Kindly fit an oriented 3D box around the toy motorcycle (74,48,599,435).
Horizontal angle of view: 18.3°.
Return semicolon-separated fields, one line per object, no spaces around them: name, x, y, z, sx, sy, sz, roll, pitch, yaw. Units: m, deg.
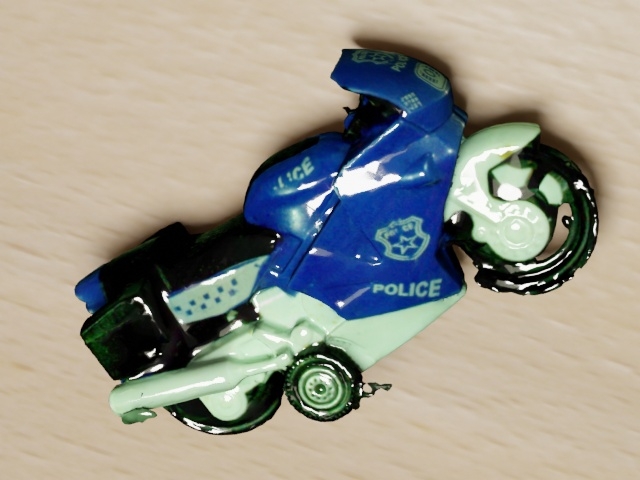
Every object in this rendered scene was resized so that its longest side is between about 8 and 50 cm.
toy motorcycle;0.000;0.000;1.246;0.331;0.125;0.196;-27;104;18
